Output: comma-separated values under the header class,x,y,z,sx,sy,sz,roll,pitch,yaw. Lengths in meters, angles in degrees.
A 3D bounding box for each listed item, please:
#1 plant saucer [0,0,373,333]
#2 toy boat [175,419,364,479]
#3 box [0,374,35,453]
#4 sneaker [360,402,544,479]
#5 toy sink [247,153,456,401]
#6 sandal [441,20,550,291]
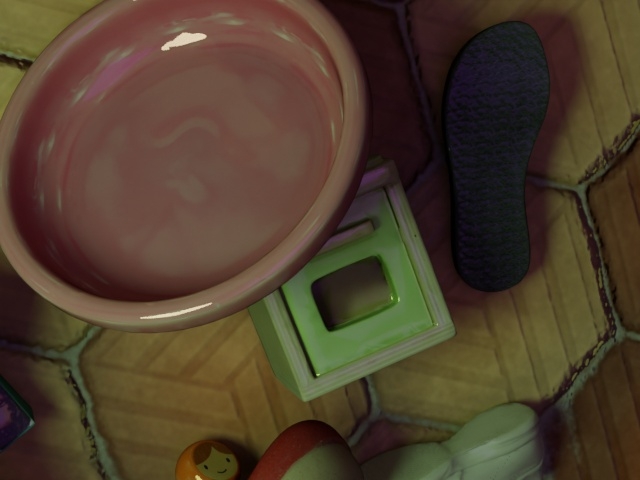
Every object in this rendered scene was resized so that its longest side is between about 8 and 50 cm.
class,x,y,z,sx,sy,sz,roll,pitch,yaw
plant saucer,-0.110,-0.069,1.318,0.332,0.332,0.084,-44,148,-6
toy boat,-0.075,0.241,1.418,0.231,0.151,0.151,-44,64,11
box,-0.363,0.096,1.363,0.100,0.060,0.244,-41,103,-6
sneaker,0.119,0.235,1.494,0.212,0.080,0.094,-20,112,-12
toy sink,0.000,0.000,1.405,0.153,0.131,0.234,-22,101,-11
sandal,0.155,-0.080,1.482,0.097,0.054,0.254,3,105,-7
